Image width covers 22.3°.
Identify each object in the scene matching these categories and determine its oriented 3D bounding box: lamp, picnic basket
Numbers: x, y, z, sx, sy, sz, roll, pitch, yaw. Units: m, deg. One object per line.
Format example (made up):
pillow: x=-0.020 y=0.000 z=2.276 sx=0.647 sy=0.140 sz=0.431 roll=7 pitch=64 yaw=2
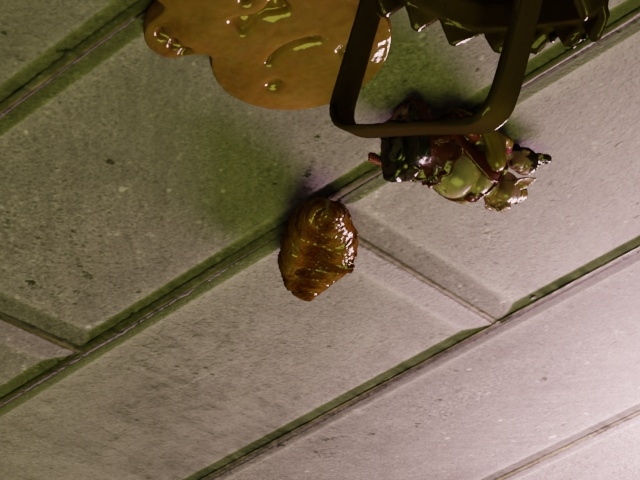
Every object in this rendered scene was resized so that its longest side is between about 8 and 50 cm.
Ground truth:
lamp: x=0.189 y=-0.094 z=2.031 sx=0.253 sy=0.118 sz=0.118 roll=19 pitch=136 yaw=-33
picnic basket: x=0.125 y=-0.257 z=1.577 sx=0.291 sy=0.321 sz=0.254 roll=21 pitch=170 yaw=-37

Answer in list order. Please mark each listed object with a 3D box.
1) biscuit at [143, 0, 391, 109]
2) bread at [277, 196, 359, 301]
biscuit: x=-0.058 y=-0.255 z=1.793 sx=0.275 sy=0.052 sz=0.355 roll=-21 pitch=143 yaw=16
bread: x=0.000 y=0.000 z=2.148 sx=0.105 sy=0.076 sz=0.233 roll=8 pitch=150 yaw=-4
